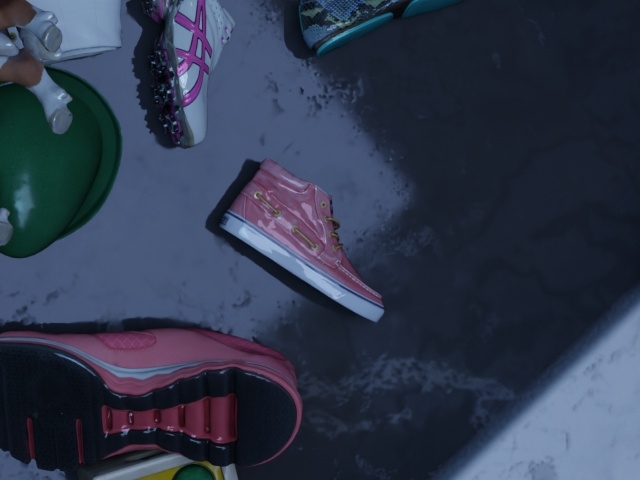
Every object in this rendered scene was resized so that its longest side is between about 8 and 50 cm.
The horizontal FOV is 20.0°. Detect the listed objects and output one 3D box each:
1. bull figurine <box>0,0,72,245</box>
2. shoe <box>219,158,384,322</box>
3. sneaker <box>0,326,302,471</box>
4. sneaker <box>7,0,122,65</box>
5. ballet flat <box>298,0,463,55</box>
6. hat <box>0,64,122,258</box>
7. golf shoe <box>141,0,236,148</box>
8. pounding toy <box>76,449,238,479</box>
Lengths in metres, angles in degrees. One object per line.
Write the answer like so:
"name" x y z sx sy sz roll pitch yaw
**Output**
"bull figurine" -0.317 -0.072 1.440 0.188 0.101 0.310 19 82 26
"shoe" 0.000 0.000 1.677 0.178 0.063 0.081 33 87 -12
"sneaker" -0.168 0.131 1.611 0.313 0.136 0.116 6 109 4
"sneaker" -0.304 -0.217 1.546 0.292 0.108 0.169 -1 90 -19
"ballet flat" 0.064 -0.233 1.693 0.188 0.070 0.070 -22 99 -20
"hat" -0.244 -0.017 1.508 0.173 0.183 0.208 18 114 -25
"golf shoe" -0.112 -0.176 1.631 0.086 0.067 0.186 -6 94 -19
"pounding toy" -0.152 0.294 1.624 0.181 0.094 0.206 -15 96 -17
